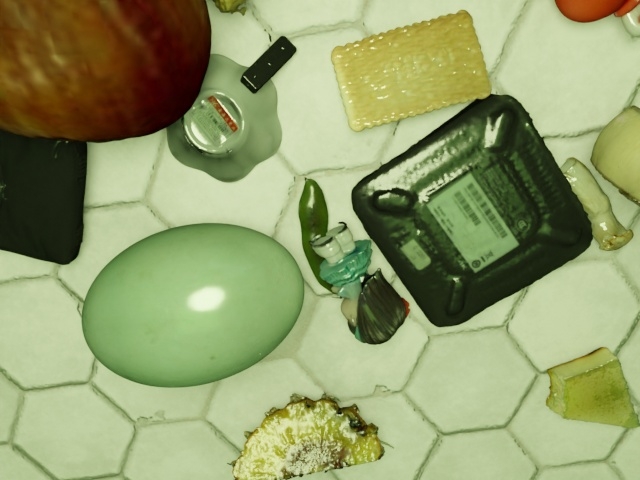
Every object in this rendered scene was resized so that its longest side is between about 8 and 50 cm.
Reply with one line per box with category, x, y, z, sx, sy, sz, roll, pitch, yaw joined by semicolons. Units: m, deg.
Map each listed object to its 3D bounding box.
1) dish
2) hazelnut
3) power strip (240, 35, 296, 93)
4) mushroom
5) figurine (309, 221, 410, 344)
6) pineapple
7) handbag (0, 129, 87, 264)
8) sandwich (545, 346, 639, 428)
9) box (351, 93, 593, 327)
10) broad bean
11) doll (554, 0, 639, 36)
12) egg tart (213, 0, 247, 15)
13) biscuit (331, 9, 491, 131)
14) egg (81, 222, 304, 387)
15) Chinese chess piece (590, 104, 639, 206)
dish;-0.180;-0.208;0.858;0.229;0.081;0.229;0;107;0
hazelnut;-0.358;-0.323;0.666;0.421;0.421;0.352;39;64;-11
power strip;-0.089;-0.298;0.833;0.038;0.029;0.111;44;72;-12
mushroom;0.513;-0.067;0.920;0.059;0.054;0.202;-34;98;5
figurine;0.081;0.081;0.922;0.138;0.110;0.245;-37;109;-23
pineapple;-0.020;0.407;1.039;0.335;0.158;0.161;-12;68;-1
handbag;-0.536;-0.101;0.865;0.244;0.088;0.275;14;121;-7
sandwich;0.569;0.339;1.043;0.162;0.058;0.193;-25;107;10
box;0.279;-0.042;0.905;0.350;0.091;0.359;-35;102;10
broad bean;-0.004;0.001;0.941;0.065;0.046;0.254;-15;108;-3
doll;0.437;-0.426;0.767;0.290;0.130;0.161;23;106;-1
egg tart;-0.101;-0.505;0.662;0.153;0.339;0.351;-3;100;-18
biscuit;0.153;-0.288;0.840;0.250;0.030;0.160;-15;86;4
egg;-0.219;0.110;0.854;0.389;0.276;0.276;-14;107;3
Chinese chess piece;0.579;-0.107;0.792;0.270;0.270;0.112;25;121;-7
